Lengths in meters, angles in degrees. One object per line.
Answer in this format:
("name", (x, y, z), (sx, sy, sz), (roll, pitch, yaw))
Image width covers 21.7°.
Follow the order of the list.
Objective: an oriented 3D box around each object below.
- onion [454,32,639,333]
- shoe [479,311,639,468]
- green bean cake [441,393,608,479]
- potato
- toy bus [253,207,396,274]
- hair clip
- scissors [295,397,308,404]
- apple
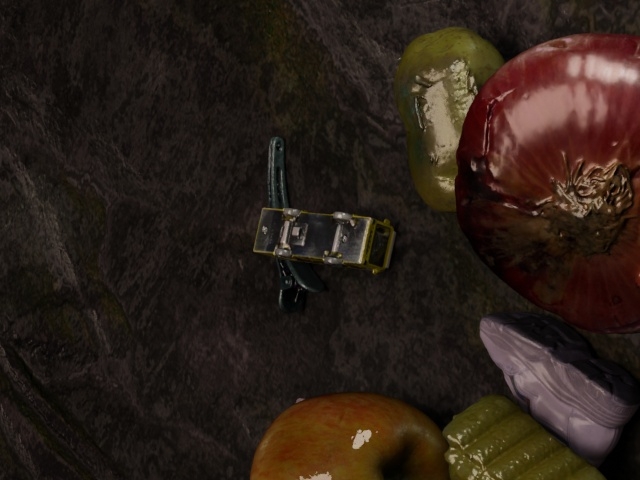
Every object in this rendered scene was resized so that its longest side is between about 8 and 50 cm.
("onion", (0.327, -0.076, 1.861), (0.347, 0.285, 0.348), (12, 122, 21))
("shoe", (0.275, 0.182, 2.023), (0.245, 0.095, 0.138), (37, 116, 42))
("green bean cake", (0.228, 0.331, 1.986), (0.233, 0.124, 0.236), (40, 144, 40))
("potato", (0.174, -0.154, 2.142), (0.169, 0.143, 0.248), (160, 108, -63))
("toy bus", (0.000, 0.000, 2.394), (0.226, 0.074, 0.081), (4, 79, 45))
("hair clip", (-0.056, -0.030, 2.535), (0.083, 0.048, 0.275), (-41, 55, 47))
("scissors", (0.019, 0.278, 2.433), (0.212, 0.021, 0.110), (-16, 77, 53))
("apple", (0.049, 0.319, 2.191), (0.264, 0.264, 0.264), (-5, 84, 54))
